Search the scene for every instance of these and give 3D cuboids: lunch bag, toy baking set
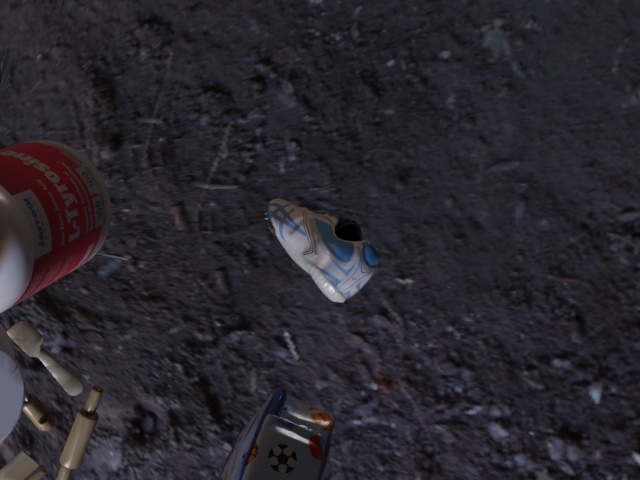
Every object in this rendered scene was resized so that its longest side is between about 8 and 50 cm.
[{"bbox_3d":[-0.092,0.354,1.336,0.115,0.243,0.303,28,58,-6],"label":"lunch bag"},{"bbox_3d":[-0.394,0.238,1.407,0.197,0.030,0.256,21,102,-31],"label":"toy baking set"}]

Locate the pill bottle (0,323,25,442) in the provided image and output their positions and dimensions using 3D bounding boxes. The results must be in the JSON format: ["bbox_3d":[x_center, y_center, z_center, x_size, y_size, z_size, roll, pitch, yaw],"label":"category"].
[{"bbox_3d":[-0.275,0.085,0.728,0.108,0.180,0.108,-9,105,-35],"label":"pill bottle"}]

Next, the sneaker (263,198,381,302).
[{"bbox_3d":[0.000,0.000,1.252,0.086,0.237,0.085,-37,121,-7],"label":"sneaker"}]

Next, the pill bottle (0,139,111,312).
[{"bbox_3d":[-0.498,-0.013,1.578,0.229,0.407,0.229,3,105,13],"label":"pill bottle"}]
